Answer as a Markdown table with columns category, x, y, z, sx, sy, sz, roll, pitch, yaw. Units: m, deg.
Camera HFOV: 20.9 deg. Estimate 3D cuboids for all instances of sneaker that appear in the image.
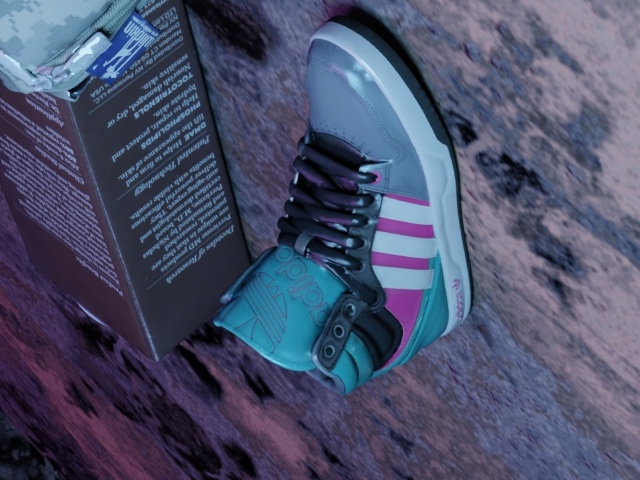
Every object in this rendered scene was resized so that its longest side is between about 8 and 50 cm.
| category | x | y | z | sx | sy | sz | roll | pitch | yaw |
| --- | --- | --- | --- | --- | --- | --- | --- | --- | --- |
| sneaker | 0.000 | 0.000 | 1.225 | 0.123 | 0.178 | 0.296 | 30 | 149 | 41 |

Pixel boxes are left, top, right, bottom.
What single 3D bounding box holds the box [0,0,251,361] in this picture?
| category | x | y | z | sx | sy | sz | roll | pitch | yaw |
| --- | --- | --- | --- | --- | --- | --- | --- | --- | --- |
| box | -0.192 | -0.092 | 1.498 | 0.191 | 0.143 | 0.381 | 34 | 150 | 33 |

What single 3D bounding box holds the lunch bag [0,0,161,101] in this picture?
| category | x | y | z | sx | sy | sz | roll | pitch | yaw |
| --- | --- | --- | --- | --- | --- | --- | --- | --- | --- |
| lunch bag | -0.197 | -0.261 | 1.011 | 0.305 | 0.256 | 0.212 | 39 | 167 | -31 |
